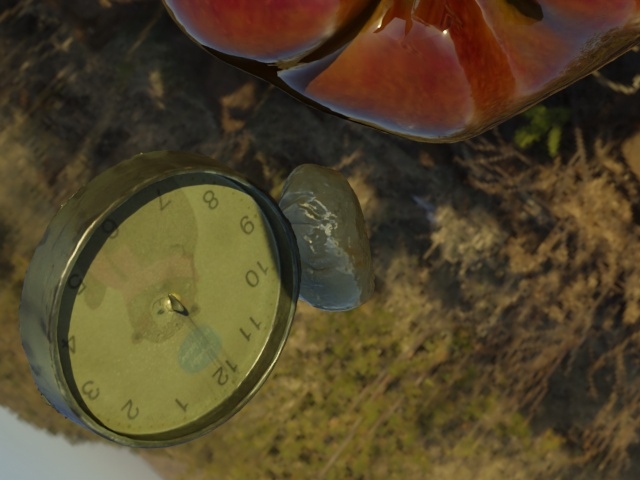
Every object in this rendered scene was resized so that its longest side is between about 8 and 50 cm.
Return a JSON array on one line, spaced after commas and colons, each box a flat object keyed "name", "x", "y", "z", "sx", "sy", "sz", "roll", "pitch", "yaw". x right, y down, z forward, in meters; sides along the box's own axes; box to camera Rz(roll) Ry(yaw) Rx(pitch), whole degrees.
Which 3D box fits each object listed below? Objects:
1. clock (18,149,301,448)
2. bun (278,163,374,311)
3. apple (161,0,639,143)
[{"name": "clock", "x": -0.136, "y": 0.058, "z": 0.987, "sx": 0.055, "sy": 0.280, "sz": 0.280, "roll": 20, "pitch": 156, "yaw": 47}, {"name": "bun", "x": 0.000, "y": 0.000, "z": 1.238, "sx": 0.111, "sy": 0.164, "sz": 0.188, "roll": -10, "pitch": 155, "yaw": 7}, {"name": "apple", "x": 0.045, "y": -0.201, "z": 0.485, "sx": 0.288, "sy": 0.288, "sz": 0.316, "roll": 49, "pitch": -156, "yaw": -31}]
